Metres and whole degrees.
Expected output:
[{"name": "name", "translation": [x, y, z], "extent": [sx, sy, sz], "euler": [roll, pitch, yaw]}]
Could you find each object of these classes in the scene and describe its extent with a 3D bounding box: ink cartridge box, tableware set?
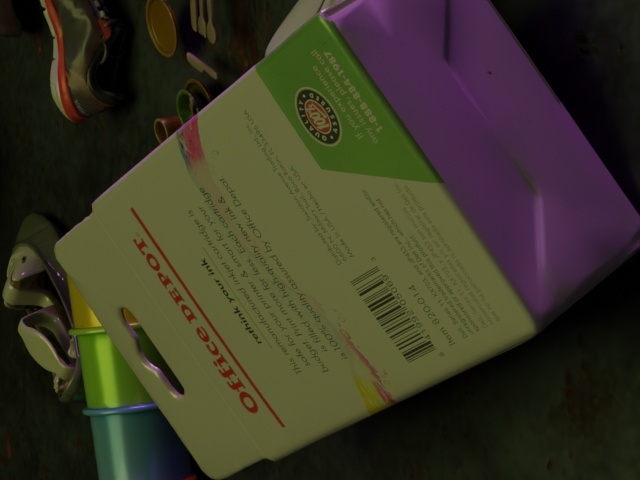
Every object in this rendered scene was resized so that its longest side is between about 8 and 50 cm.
[{"name": "ink cartridge box", "translation": [0.000, 0.000, 1.087], "extent": [0.207, 0.119, 0.353], "euler": [56, 141, -2]}, {"name": "tableware set", "translation": [-0.111, -0.137, 1.336], "extent": [0.104, 0.024, 0.154], "euler": [39, 140, 46]}]

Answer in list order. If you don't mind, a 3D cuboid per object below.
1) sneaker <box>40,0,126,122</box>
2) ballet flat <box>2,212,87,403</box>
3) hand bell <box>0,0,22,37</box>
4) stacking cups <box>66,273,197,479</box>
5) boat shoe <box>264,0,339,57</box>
[{"name": "sneaker", "translation": [-0.183, -0.177, 1.453], "extent": [0.065, 0.061, 0.158], "euler": [-8, 88, 28]}, {"name": "ballet flat", "translation": [-0.231, 0.053, 1.522], "extent": [0.213, 0.068, 0.072], "euler": [56, 135, 35]}, {"name": "hand bell", "translation": [-0.282, -0.310, 1.547], "extent": [0.126, 0.126, 0.242], "euler": [33, 108, 48]}, {"name": "stacking cups", "translation": [-0.138, 0.156, 1.383], "extent": [0.096, 0.096, 0.316], "euler": [-10, 87, 55]}, {"name": "boat shoe", "translation": [0.049, -0.147, 1.095], "extent": [0.084, 0.095, 0.258], "euler": [64, 151, 21]}]
